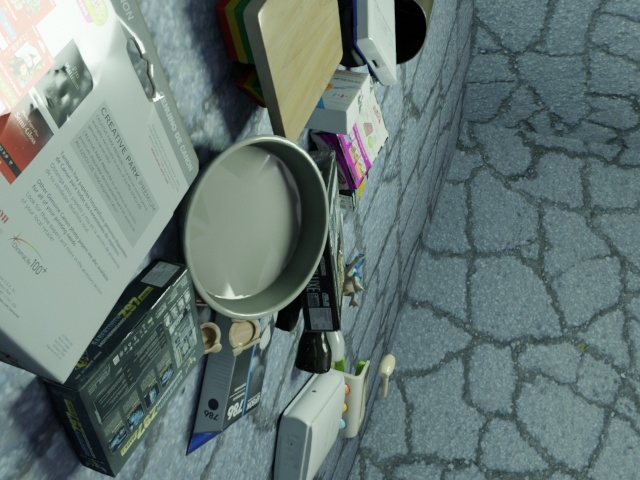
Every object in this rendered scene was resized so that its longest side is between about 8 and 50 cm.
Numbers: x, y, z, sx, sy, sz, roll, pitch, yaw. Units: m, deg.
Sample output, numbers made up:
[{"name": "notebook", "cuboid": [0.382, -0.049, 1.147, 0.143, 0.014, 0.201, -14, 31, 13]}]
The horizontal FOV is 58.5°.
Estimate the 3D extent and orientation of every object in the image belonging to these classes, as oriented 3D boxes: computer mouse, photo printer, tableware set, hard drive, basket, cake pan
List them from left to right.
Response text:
[{"name": "tableware set", "cuboid": [-0.155, 0.120, 0.957, 0.141, 0.020, 0.168, -4, 104, -39]}, {"name": "cake pan", "cuboid": [-0.104, -0.021, 0.907, 0.293, 0.054, 0.292, -15, 110, -44]}, {"name": "photo printer", "cuboid": [-0.019, 0.531, 1.643, 0.307, 0.107, 0.255, -35, 135, -64]}, {"name": "computer mouse", "cuboid": [0.073, -0.428, 1.240, 0.272, 0.072, 0.188, -40, 120, -64]}, {"name": "hard drive", "cuboid": [0.113, -0.516, 1.195, 0.210, 0.040, 0.318, 24, 64, -66]}, {"name": "basket", "cuboid": [0.212, -0.594, 1.438, 0.204, 0.154, 0.226, 103, 6, -59]}]

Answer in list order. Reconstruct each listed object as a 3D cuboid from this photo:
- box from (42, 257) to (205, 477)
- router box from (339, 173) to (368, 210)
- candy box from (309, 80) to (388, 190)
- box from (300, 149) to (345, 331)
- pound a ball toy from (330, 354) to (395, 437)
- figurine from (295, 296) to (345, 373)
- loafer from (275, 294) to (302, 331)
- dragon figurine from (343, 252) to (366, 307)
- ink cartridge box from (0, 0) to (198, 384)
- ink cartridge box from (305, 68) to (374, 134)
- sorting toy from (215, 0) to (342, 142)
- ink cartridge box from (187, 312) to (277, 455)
[{"name": "box", "cuboid": [-0.246, 0.165, 0.767, 0.232, 0.059, 0.183, -57, 154, -46]}, {"name": "router box", "cuboid": [0.082, -0.185, 1.510, 0.178, 0.046, 0.133, 78, 31, -54]}, {"name": "candy box", "cuboid": [0.073, -0.246, 1.333, 0.233, 0.071, 0.159, -58, 136, -42]}, {"name": "box", "cuboid": [0.000, 0.000, 1.202, 0.242, 0.077, 0.307, -80, 166, -56]}, {"name": "pound a ball toy", "cuboid": [0.115, 0.505, 1.865, 0.135, 0.208, 0.318, -51, 150, -53]}, {"name": "figurine", "cuboid": [0.017, 0.239, 1.582, 0.215, 0.093, 0.209, -6, 105, -72]}, {"name": "loafer", "cuboid": [-0.074, 0.108, 1.225, 0.223, 0.076, 0.078, 92, 19, -48]}, {"name": "dragon figurine", "cuboid": [0.072, 0.078, 1.489, 0.289, 0.085, 0.143, 88, 5, -54]}, {"name": "ink cartridge box", "cuboid": [-0.249, -0.082, 0.464, 0.309, 0.130, 0.271, 81, 27, -51]}, {"name": "ink cartridge box", "cuboid": [0.039, -0.304, 1.198, 0.061, 0.105, 0.181, 84, 26, -47]}, {"name": "sorting toy", "cuboid": [-0.059, -0.326, 0.912, 0.255, 0.090, 0.257, 78, 31, -54]}, {"name": "ink cartridge box", "cuboid": [-0.157, 0.237, 1.088, 0.165, 0.065, 0.332, -7, 111, -71]}]
